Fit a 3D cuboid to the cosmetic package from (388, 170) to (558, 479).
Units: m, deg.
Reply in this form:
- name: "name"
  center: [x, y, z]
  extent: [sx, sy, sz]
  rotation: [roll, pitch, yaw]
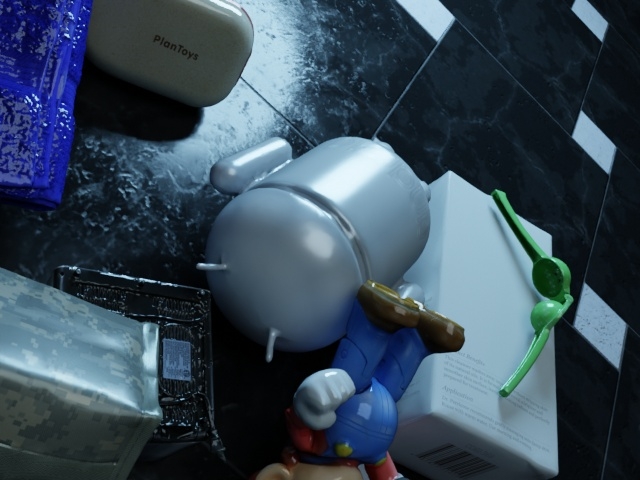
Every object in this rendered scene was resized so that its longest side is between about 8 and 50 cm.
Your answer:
- name: "cosmetic package"
  center: [0.194, 0.121, 1.022]
  extent: [0.217, 0.156, 0.384]
  rotation: [31, 48, -21]

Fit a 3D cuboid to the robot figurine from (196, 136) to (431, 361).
- name: "robot figurine"
  center: [0.000, 0.000, 0.902]
  extent: [0.300, 0.199, 0.353]
  rotation: [44, 42, 6]

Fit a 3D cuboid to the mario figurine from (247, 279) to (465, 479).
- name: "mario figurine"
  center: [0.045, 0.216, 0.757]
  extent: [0.198, 0.170, 0.320]
  rotation: [26, 93, -5]

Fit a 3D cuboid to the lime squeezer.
- name: "lime squeezer"
  center: [0.282, 0.069, 0.975]
  extent: [0.110, 0.059, 0.310]
  rotation: [28, 51, -26]

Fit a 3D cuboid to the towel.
- name: "towel"
  center: [-0.360, -0.198, 0.773]
  extent: [0.228, 0.076, 0.308]
  rotation: [12, 70, -25]

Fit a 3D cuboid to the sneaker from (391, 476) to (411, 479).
- name: "sneaker"
  center: [0.051, 0.355, 0.684]
  extent: [0.136, 0.313, 0.116]
  rotation: [-19, 40, -33]

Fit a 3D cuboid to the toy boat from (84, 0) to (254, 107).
- name: "toy boat"
  center: [-0.210, -0.283, 0.982]
  extent: [0.231, 0.151, 0.151]
  rotation: [19, 23, -30]

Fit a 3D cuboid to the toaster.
- name: "toaster"
  center: [-0.194, 0.132, 0.734]
  extent: [0.168, 0.110, 0.185]
  rotation: [12, 57, -32]

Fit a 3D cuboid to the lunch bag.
- name: "lunch bag"
  center: [-0.284, 0.166, 0.539]
  extent: [0.235, 0.287, 0.169]
  rotation: [26, 15, -21]
